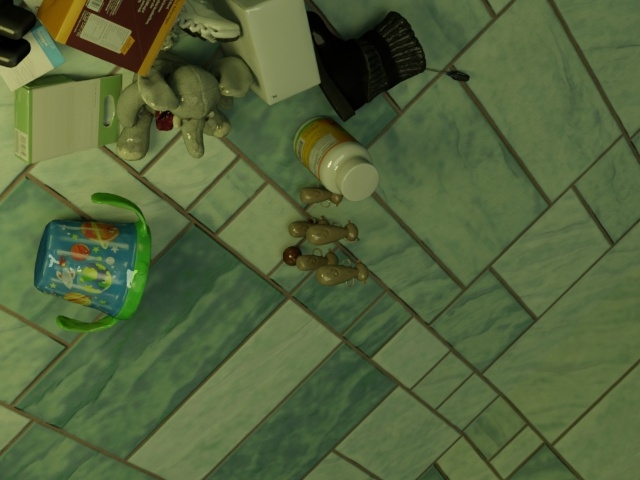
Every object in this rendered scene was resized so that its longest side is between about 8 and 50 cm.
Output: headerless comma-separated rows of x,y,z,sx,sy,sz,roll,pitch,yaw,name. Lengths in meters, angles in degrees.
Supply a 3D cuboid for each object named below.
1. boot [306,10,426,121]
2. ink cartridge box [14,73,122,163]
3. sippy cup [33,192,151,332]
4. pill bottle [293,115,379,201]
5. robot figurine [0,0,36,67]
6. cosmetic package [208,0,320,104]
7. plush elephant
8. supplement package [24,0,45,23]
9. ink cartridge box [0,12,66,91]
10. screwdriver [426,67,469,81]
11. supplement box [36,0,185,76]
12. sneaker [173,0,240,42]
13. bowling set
0.090,-0.466,2.060,0.260,0.131,0.348,-34,142,3,boot
-0.542,-0.272,1.879,0.235,0.056,0.171,-25,135,-46,ink cartridge box
-0.530,0.053,2.002,0.224,0.240,0.306,12,75,-24,sippy cup
0.042,-0.197,2.138,0.136,0.246,0.136,-15,127,-21,pill bottle
-0.672,-0.411,1.594,0.278,0.173,0.209,18,81,-8,robot figurine
-0.124,-0.450,1.885,0.138,0.225,0.224,-26,130,-15,cosmetic package
-0.291,-0.298,1.867,0.271,0.255,0.330,-12,124,-22,plush elephant
-0.486,-0.553,1.665,0.244,0.139,0.134,-38,133,-5,supplement package
-0.603,-0.374,1.746,0.143,0.092,0.090,-31,130,-8,ink cartridge box
0.322,-0.445,2.292,0.169,0.024,0.025,11,85,-28,screwdriver
-0.385,-0.444,1.624,0.194,0.129,0.191,17,112,-43,supplement box
-0.293,-0.492,1.774,0.292,0.110,0.118,24,94,0,sneaker
0.000,0.000,2.326,0.154,0.200,0.287,-4,80,-33,bowling set
